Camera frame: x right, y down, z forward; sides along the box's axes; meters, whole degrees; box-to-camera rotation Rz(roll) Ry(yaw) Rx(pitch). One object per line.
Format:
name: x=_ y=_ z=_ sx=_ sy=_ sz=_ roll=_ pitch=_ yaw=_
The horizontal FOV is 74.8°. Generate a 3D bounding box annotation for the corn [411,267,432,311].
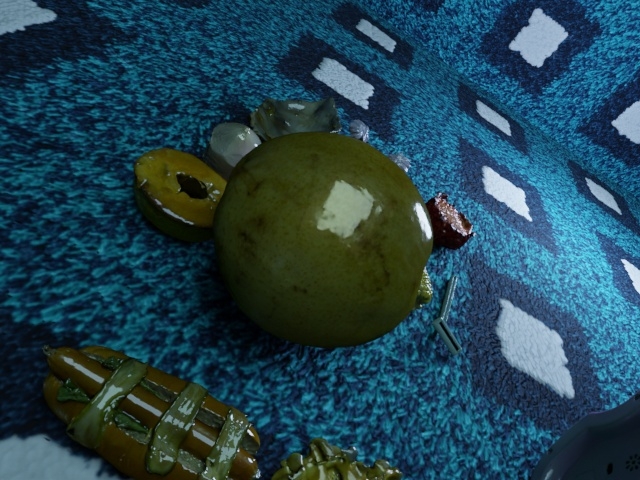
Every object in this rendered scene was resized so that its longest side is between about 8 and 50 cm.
corn: x=0.146 y=0.026 z=0.835 sx=0.094 sy=0.093 sz=0.244 roll=9 pitch=47 yaw=-30

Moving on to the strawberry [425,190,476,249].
strawberry: x=0.301 y=-0.041 z=1.015 sx=0.145 sy=0.086 sz=0.145 roll=20 pitch=45 yaw=-21

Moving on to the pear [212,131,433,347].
pear: x=0.000 y=0.000 z=0.599 sx=0.315 sy=0.314 sz=0.314 roll=20 pitch=43 yaw=-20

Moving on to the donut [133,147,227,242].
donut: x=-0.221 y=-0.071 z=0.682 sx=0.178 sy=0.065 sz=0.162 roll=44 pitch=35 yaw=10

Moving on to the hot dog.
hot dog: x=-0.181 y=0.193 z=0.453 sx=0.270 sy=0.072 sz=0.109 roll=34 pitch=38 yaw=-7

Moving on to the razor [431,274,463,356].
razor: x=0.263 y=0.138 z=0.867 sx=0.084 sy=0.036 sz=0.211 roll=57 pitch=31 yaw=-15

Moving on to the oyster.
oyster: x=-0.063 y=-0.227 z=0.932 sx=0.205 sy=0.110 sz=0.395 roll=7 pitch=45 yaw=-9

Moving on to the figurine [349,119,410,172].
figurine: x=0.110 y=-0.182 z=0.989 sx=0.175 sy=0.115 sz=0.240 roll=36 pitch=34 yaw=-5

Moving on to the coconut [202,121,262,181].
coconut: x=-0.160 y=-0.163 z=0.763 sx=0.110 sy=0.124 sz=0.110 roll=21 pitch=43 yaw=-22

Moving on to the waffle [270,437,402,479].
waffle: x=0.030 y=0.364 z=0.452 sx=0.262 sy=0.060 sz=0.280 roll=32 pitch=40 yaw=-6

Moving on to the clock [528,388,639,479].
clock: x=0.413 y=0.354 z=0.543 sx=0.102 sy=0.338 sz=0.338 roll=39 pitch=40 yaw=10
